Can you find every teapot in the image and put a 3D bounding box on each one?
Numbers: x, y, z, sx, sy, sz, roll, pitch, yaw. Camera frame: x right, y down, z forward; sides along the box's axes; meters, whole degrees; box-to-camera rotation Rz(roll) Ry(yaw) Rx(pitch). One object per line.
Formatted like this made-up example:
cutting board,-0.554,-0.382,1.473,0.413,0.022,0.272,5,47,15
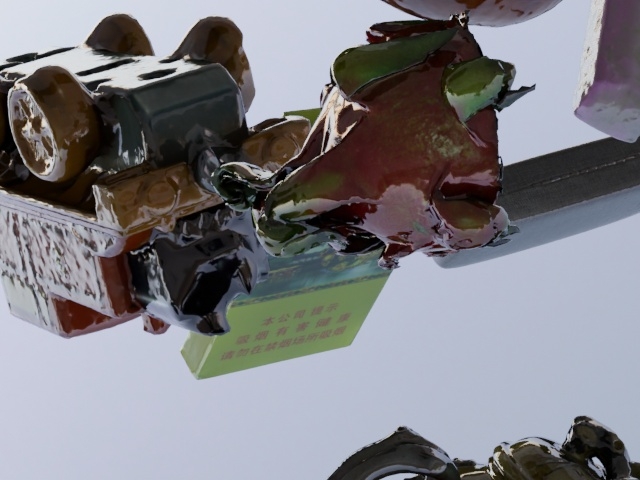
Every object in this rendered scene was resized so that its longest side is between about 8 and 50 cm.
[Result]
teapot,0.122,0.187,0.979,0.182,0.269,0.173,-53,-156,9

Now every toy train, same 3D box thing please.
toy train,-0.158,-0.041,1.147,0.163,0.231,0.369,-23,-159,-30

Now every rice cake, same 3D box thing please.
rice cake,0.274,-0.252,1.356,0.073,0.056,0.365,17,-113,-11

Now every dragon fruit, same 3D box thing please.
dragon fruit,0.031,-0.034,0.766,0.175,0.142,0.138,-21,-135,13

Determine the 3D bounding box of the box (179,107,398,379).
box,0.000,0.000,1.447,0.187,0.335,0.047,-10,-126,-31

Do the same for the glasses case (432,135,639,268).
glasses case,0.271,-0.051,1.766,0.323,0.131,0.074,-16,-107,-27

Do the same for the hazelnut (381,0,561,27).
hazelnut,0.082,-0.185,0.889,0.154,0.143,0.143,-18,-141,-20
